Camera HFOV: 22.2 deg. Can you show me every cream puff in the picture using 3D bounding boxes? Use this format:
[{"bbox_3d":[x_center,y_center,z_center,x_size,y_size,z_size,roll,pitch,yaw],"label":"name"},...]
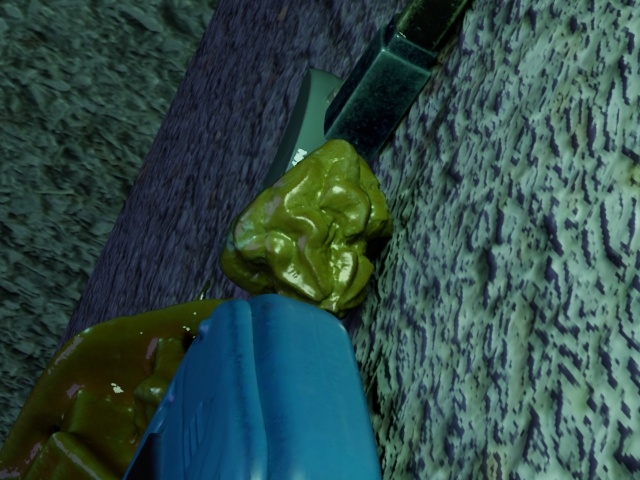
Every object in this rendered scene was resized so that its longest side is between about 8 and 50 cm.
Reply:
[{"bbox_3d":[0.000,0.000,1.242,0.146,0.116,0.146,-41,-5,-4],"label":"cream puff"}]

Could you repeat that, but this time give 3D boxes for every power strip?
[{"bbox_3d":[-0.025,-0.059,1.565,0.253,0.054,0.167,-62,15,21],"label":"power strip"}]

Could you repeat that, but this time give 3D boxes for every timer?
[{"bbox_3d":[-0.071,0.210,1.089,0.340,0.115,0.309,-102,36,-63],"label":"timer"}]

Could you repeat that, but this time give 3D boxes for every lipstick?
[{"bbox_3d":[0.099,-0.198,1.319,0.312,0.051,0.051,-55,15,32],"label":"lipstick"}]

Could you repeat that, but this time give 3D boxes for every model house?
[{"bbox_3d":[-0.166,0.186,1.404,0.268,0.173,0.239,-59,14,19],"label":"model house"}]

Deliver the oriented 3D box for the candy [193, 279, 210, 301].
[{"bbox_3d":[-0.180,0.191,1.671,0.187,0.081,0.297,147,145,-71],"label":"candy"}]
